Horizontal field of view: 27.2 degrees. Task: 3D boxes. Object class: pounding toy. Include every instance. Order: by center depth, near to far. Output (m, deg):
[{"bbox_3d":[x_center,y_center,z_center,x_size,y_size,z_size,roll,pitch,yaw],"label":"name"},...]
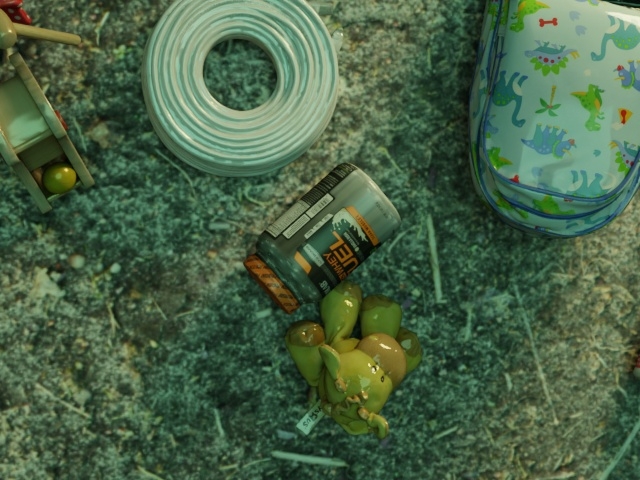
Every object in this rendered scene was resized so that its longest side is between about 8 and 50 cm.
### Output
[{"bbox_3d":[-0.324,-0.155,1.587,0.155,0.269,0.154,-31,55,-8],"label":"pounding toy"}]

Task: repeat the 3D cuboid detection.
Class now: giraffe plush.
[{"bbox_3d":[0.044,0.164,1.678,0.181,0.170,0.210,25,85,-8],"label":"giraffe plush"}]

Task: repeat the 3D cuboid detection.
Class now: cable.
[{"bbox_3d":[-0.102,-0.210,1.704,0.257,0.089,0.257,10,88,-9],"label":"cable"}]

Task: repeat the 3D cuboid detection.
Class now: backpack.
[{"bbox_3d":[0.317,-0.176,1.702,0.290,0.273,0.355,17,100,0],"label":"backpack"}]

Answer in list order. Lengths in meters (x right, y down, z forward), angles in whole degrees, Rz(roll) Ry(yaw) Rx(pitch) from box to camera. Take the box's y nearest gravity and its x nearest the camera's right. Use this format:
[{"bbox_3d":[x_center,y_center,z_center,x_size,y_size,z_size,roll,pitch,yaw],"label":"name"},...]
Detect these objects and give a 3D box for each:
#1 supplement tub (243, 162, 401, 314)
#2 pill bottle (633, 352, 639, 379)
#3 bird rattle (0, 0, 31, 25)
[{"bbox_3d":[0.000,0.000,1.702,0.190,0.117,0.117,-42,95,-7],"label":"supplement tub"},{"bbox_3d":[0.489,0.124,1.790,0.087,0.087,0.160,21,85,-8],"label":"pill bottle"},{"bbox_3d":[-0.477,-0.232,1.600,0.254,0.207,0.143,-20,110,0],"label":"bird rattle"}]
